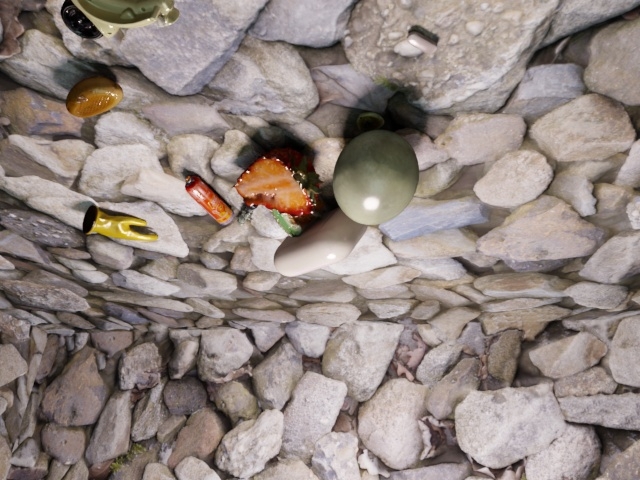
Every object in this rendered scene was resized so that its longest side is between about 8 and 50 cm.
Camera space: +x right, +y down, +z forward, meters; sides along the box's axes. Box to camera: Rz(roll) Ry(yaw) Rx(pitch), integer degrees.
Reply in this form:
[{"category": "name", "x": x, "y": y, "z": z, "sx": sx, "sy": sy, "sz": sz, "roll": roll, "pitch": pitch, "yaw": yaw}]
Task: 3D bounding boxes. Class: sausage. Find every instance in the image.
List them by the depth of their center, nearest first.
[{"category": "sausage", "x": -0.412, "y": -0.152, "z": 1.974, "sx": 0.074, "sy": 0.074, "sz": 0.274, "roll": -8, "pitch": 148, "yaw": 22}]

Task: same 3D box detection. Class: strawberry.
[{"category": "strawberry", "x": -0.119, "y": -0.194, "z": 1.788, "sx": 0.253, "sy": 0.150, "sz": 0.280, "roll": 40, "pitch": 142, "yaw": -17}]

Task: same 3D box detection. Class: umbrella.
[{"category": "umbrella", "x": -0.278, "y": -0.103, "z": 2.068, "sx": 0.050, "sy": 0.046, "sz": 0.188, "roll": 46, "pitch": 145, "yaw": 1}]

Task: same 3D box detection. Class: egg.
[{"category": "egg", "x": 0.166, "y": -0.186, "z": 1.638, "sx": 0.258, "sy": 0.259, "sz": 0.352, "roll": 8, "pitch": 151, "yaw": -6}]

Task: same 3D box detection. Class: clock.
[{"category": "clock", "x": -0.446, "y": -0.577, "z": 1.145, "sx": 0.276, "sy": 0.120, "sz": 0.379, "roll": 11, "pitch": 151, "yaw": -1}]

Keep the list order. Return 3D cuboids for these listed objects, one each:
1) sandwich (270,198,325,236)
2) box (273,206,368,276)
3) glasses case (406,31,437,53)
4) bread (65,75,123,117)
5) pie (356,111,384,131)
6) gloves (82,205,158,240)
[{"category": "sandwich", "x": -0.089, "y": -0.120, "z": 1.934, "sx": 0.159, "sy": 0.109, "sz": 0.185, "roll": -33, "pitch": 115, "yaw": 22}, {"category": "box", "x": 0.001, "y": 0.001, "z": 1.998, "sx": 0.348, "sy": 0.289, "sz": 0.141, "roll": -21, "pitch": 108, "yaw": 39}, {"category": "glasses case", "x": 0.248, "y": -0.482, "z": 1.321, "sx": 0.083, "sy": 0.021, "sz": 0.032, "roll": 17, "pitch": 147, "yaw": -23}, {"category": "bread", "x": -0.638, "y": -0.408, "z": 1.525, "sx": 0.189, "sy": 0.078, "sz": 0.114, "roll": -13, "pitch": 167, "yaw": 27}, {"category": "pie", "x": 0.144, "y": -0.346, "z": 1.588, "sx": 0.083, "sy": 0.021, "sz": 0.084, "roll": 3, "pitch": 151, "yaw": 2}, {"category": "gloves", "x": -0.806, "y": -0.048, "z": 2.220, "sx": 0.294, "sy": 0.116, "sz": 0.133, "roll": 19, "pitch": 177, "yaw": -42}]
